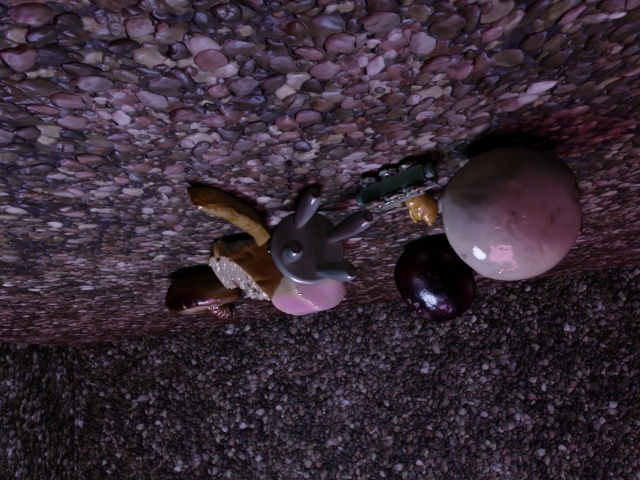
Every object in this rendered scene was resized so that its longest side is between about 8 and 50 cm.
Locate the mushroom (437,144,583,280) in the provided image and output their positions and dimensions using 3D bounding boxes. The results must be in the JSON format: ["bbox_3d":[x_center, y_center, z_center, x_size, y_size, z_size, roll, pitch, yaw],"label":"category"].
[{"bbox_3d":[0.390,-0.063,1.158,0.315,0.314,0.336,-3,-175,-16],"label":"mushroom"}]

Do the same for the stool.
[{"bbox_3d":[0.000,0.000,1.248,0.195,0.195,0.199,24,159,-16],"label":"stool"}]

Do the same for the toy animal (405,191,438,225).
[{"bbox_3d":[0.242,-0.104,1.283,0.070,0.083,0.159,14,168,36],"label":"toy animal"}]

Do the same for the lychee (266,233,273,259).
[{"bbox_3d":[-0.095,0.019,1.466,0.114,0.114,0.146,-19,180,37],"label":"lychee"}]

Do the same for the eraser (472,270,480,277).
[{"bbox_3d":[0.589,0.033,1.772,0.078,0.144,0.343,-8,166,-3],"label":"eraser"}]

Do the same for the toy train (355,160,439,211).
[{"bbox_3d":[0.176,-0.122,1.154,0.194,0.080,0.125,-20,171,32],"label":"toy train"}]

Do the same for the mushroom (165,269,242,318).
[{"bbox_3d":[-0.416,0.192,1.865,0.297,0.163,0.278,-18,153,32],"label":"mushroom"}]

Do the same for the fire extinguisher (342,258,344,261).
[{"bbox_3d":[0.066,0.063,1.867,0.028,0.022,0.083,20,172,18],"label":"fire extinguisher"}]

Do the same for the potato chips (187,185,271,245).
[{"bbox_3d":[-0.193,-0.054,1.251,0.080,0.057,0.407,-14,164,12],"label":"potato chips"}]

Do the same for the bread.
[{"bbox_3d":[-0.216,0.040,1.550,0.184,0.224,0.211,-13,123,41],"label":"bread"}]

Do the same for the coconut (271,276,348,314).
[{"bbox_3d":[-0.032,0.126,1.703,0.233,0.233,0.245,7,159,-43],"label":"coconut"}]

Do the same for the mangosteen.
[{"bbox_3d":[0.416,0.136,1.816,0.293,0.297,0.297,-30,163,2],"label":"mangosteen"}]
